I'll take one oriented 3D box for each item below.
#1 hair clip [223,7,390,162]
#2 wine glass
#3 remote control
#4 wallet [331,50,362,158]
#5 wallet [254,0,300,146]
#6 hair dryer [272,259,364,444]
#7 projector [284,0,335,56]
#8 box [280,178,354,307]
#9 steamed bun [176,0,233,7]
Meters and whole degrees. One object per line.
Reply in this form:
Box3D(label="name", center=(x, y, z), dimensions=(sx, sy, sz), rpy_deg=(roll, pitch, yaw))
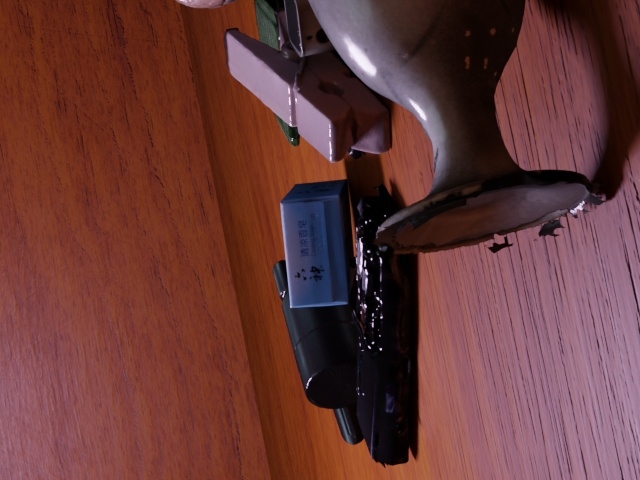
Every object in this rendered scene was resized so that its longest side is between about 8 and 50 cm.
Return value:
Box3D(label="hair clip", center=(-0.021, -0.202, 1.737), dimensions=(0.331, 0.101, 0.085), rpy_deg=(-132, 36, -52))
Box3D(label="wine glass", center=(0.086, -0.170, 1.050), dimensions=(0.190, 0.190, 0.357), rpy_deg=(114, 141, -73))
Box3D(label="remote control", center=(0.078, 0.124, 1.755), dimensions=(0.144, 0.062, 0.398), rpy_deg=(-112, 15, -51))
Box3D(label="wallet", center=(0.008, -0.225, 1.884), dimensions=(0.285, 0.030, 0.146), rpy_deg=(-122, 19, -62))
Box3D(label="wallet", center=(-0.060, -0.284, 2.138), dimensions=(0.160, 0.055, 0.236), rpy_deg=(-109, 9, -52))
Box3D(label="hair dryer", center=(0.019, 0.183, 2.090), dimensions=(0.302, 0.116, 0.244), rpy_deg=(80, 176, -48))
Box3D(label="projector", center=(0.004, -0.281, 1.686), dimensions=(0.083, 0.082, 0.083), rpy_deg=(-120, 20, -62))
Box3D(label="box", center=(0.000, 0.000, 1.839), dimensions=(0.232, 0.083, 0.142), rpy_deg=(-73, -22, -81))
Box3D(label="steamed bun", center=(-0.200, -0.513, 2.096), dimensions=(0.251, 0.199, 0.301), rpy_deg=(-54, -37, -71))
